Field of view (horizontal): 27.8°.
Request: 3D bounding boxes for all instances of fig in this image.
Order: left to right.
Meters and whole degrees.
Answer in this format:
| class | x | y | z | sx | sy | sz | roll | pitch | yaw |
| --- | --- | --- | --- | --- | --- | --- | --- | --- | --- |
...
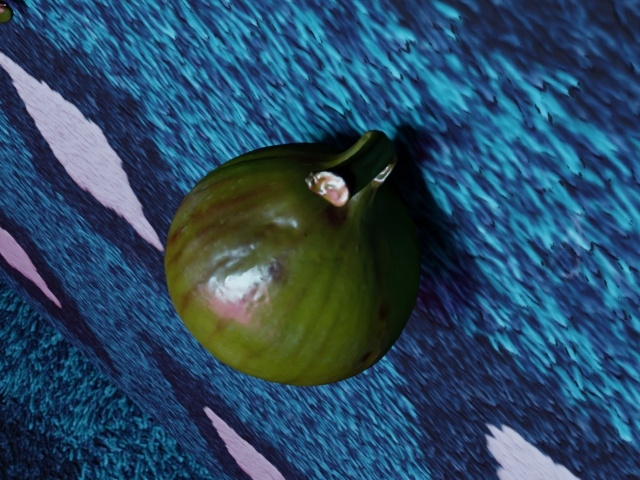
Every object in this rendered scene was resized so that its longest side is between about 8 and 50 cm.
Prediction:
| class | x | y | z | sx | sy | sz | roll | pitch | yaw |
| --- | --- | --- | --- | --- | --- | --- | --- | --- | --- |
| fig | -0.009 | -0.006 | 0.729 | 0.142 | 0.148 | 0.186 | 53 | 129 | 33 |

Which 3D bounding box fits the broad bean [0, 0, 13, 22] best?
| class | x | y | z | sx | sy | sz | roll | pitch | yaw |
| --- | --- | --- | --- | --- | --- | --- | --- | --- | --- |
| broad bean | -0.383 | -0.286 | 1.104 | 0.339 | 0.061 | 0.077 | 43 | 169 | 18 |
